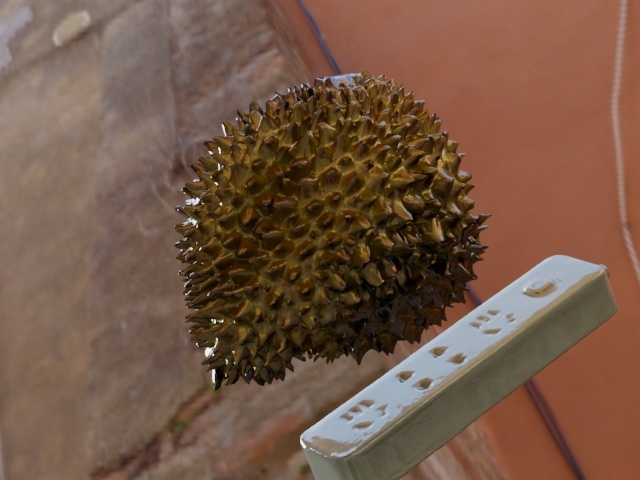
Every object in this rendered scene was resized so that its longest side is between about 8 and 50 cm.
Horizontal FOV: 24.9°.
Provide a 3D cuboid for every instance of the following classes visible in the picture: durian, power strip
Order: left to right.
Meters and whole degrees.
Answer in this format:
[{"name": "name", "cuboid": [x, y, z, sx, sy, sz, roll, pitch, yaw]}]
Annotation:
[{"name": "durian", "cuboid": [0.002, -0.005, 1.249, 0.293, 0.258, 0.258, -29, -52, -15]}, {"name": "power strip", "cuboid": [0.151, 0.124, 1.446, 0.385, 0.091, 0.062, -33, -64, -24]}]
